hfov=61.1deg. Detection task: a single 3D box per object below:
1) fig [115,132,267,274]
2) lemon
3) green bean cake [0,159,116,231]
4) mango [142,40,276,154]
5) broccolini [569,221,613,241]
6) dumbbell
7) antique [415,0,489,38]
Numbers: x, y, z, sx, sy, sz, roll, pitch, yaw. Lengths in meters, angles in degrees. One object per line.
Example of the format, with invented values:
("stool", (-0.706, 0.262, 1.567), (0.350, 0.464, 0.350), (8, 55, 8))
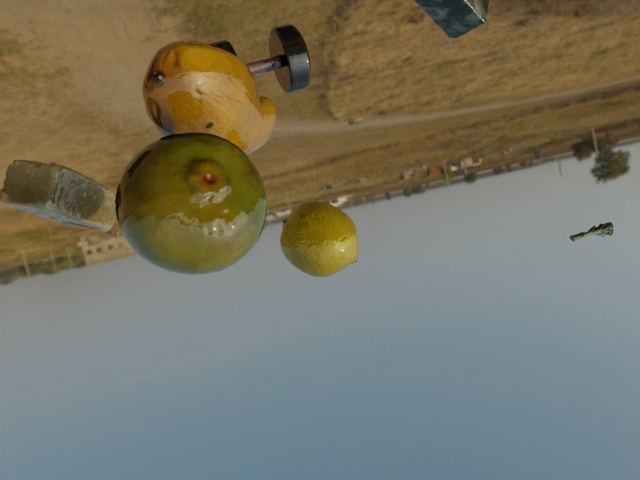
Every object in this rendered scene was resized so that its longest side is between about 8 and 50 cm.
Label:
("fig", (-0.185, -0.053, 0.779), (0.207, 0.207, 0.230), (-13, -173, -16))
("lemon", (0.000, 0.000, 1.297), (0.203, 0.178, 0.178), (30, -171, 6))
("green bean cake", (-0.453, -0.077, 0.956), (0.109, 0.085, 0.179), (7, 171, 16))
("mango", (-0.187, -0.229, 0.952), (0.187, 0.144, 0.359), (-46, 165, 2))
("broccolini", (0.631, -0.014, 1.260), (0.139, 0.035, 0.030), (-16, -179, -27))
("dumbbell", (-0.147, -0.404, 1.265), (0.218, 0.153, 0.152), (-19, -175, -15))
("antique", (0.254, -0.511, 1.101), (0.183, 0.086, 0.088), (30, 153, -34))
